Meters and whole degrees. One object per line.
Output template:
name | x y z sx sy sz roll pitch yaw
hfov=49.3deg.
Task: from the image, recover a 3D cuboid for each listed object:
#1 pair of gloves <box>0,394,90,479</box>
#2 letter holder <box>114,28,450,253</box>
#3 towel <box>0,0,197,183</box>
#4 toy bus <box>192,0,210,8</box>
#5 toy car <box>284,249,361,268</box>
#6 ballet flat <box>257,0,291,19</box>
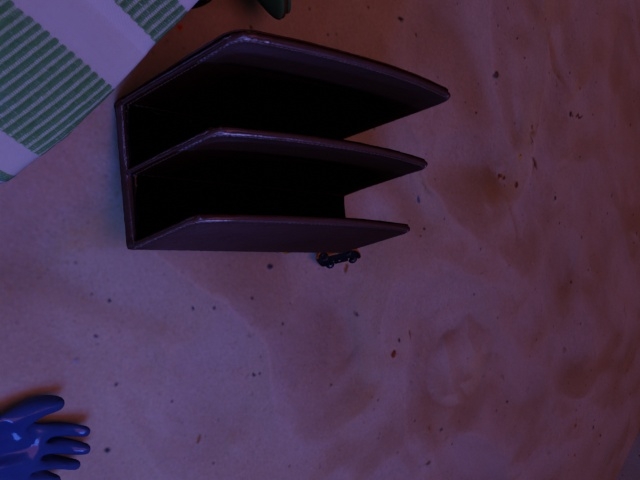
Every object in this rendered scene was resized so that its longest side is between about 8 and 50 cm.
pair of gloves | -0.307 0.237 0.656 0.159 0.023 0.198 25 83 -46
letter holder | -0.015 -0.081 0.707 0.302 0.215 0.151 2 77 -45
towel | -0.201 -0.206 0.462 0.325 0.038 0.248 -47 137 1
toy bus | -0.103 -0.322 0.602 0.220 0.149 0.211 -21 107 -2
toy car | 0.000 0.000 0.882 0.122 0.060 0.040 26 49 -51
ballet flat | -0.087 -0.350 0.710 0.087 0.083 0.247 -12 109 -17
